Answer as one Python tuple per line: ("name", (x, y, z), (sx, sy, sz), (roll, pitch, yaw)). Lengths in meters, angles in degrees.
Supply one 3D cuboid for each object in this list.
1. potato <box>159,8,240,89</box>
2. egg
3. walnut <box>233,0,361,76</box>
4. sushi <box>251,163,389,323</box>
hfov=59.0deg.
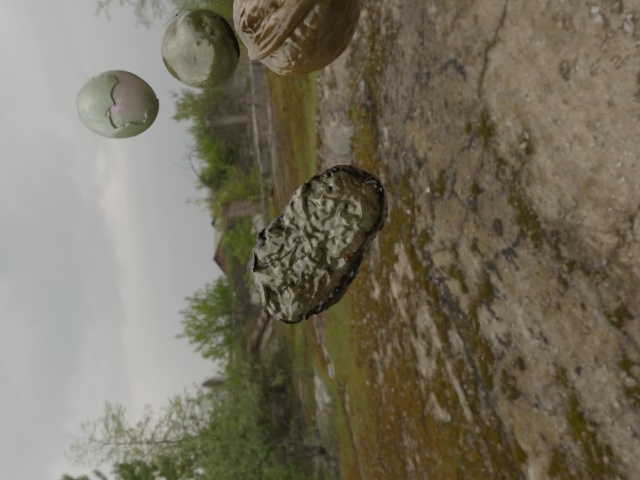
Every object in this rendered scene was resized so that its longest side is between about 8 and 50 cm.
("potato", (-0.279, -0.443, 1.315), (0.235, 0.178, 0.160), (150, 123, -63))
("egg", (-0.525, -0.358, 1.494), (0.183, 0.217, 0.182), (3, -90, -73))
("walnut", (-0.060, -0.575, 1.414), (0.333, 0.333, 0.332), (174, 90, -82))
("sushi", (0.000, 0.000, 1.168), (0.211, 0.350, 0.171), (40, -171, 12))
